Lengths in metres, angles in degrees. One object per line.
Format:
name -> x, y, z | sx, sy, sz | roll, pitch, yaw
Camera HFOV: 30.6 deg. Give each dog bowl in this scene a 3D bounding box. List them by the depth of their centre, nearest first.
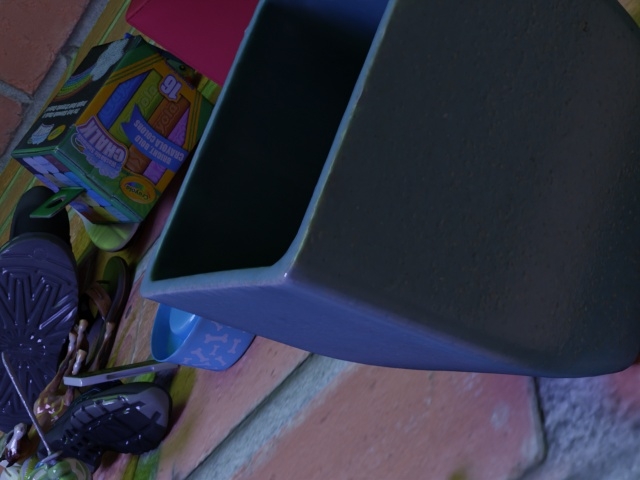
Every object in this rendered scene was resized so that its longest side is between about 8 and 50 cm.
dog bowl -> -0.086, 0.011, 1.289 | 0.297, 0.074, 0.166 | -63, 21, 3

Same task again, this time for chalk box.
chalk box -> -0.327, -0.137, 1.765 | 0.180, 0.179, 0.289 | 3, 56, 55

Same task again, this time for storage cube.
storage cube -> -0.122, -0.360, 1.619 | 0.193, 0.215, 0.184 | -29, 38, 45

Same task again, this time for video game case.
video game case -> -0.245, 0.161, 1.430 | 0.087, 0.122, 0.011 | -10, 89, 64

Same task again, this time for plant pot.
plant pot -> 0.077, -0.031, 0.719 | 0.248, 0.252, 0.247 | -10, 56, 64

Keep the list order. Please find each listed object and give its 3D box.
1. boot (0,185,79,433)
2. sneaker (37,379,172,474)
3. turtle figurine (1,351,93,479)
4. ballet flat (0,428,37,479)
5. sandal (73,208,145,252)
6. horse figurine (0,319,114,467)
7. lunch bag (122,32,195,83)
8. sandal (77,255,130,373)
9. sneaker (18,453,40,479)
boot -> -0.461, 0.040, 1.925 | 0.445, 0.146, 0.367 | -97, 21, -58
sneaker -> -0.260, 0.207, 1.427 | 0.267, 0.101, 0.106 | -29, 28, 45
turtle figurine -> -0.312, 0.321, 1.231 | 0.197, 0.275, 0.266 | -33, 47, -6
ballet flat -> -0.446, 0.348, 1.730 | 0.072, 0.068, 0.213 | -59, 22, 11
sandal -> -0.337, -0.044, 1.915 | 0.102, 0.076, 0.265 | -44, 34, -3
horse figurine -> -0.348, 0.198, 1.598 | 0.263, 0.066, 0.175 | -91, 24, -81
lunch bag -> -0.340, -0.212, 2.078 | 0.293, 0.138, 0.221 | 166, 125, -74
sandal -> -0.341, 0.110, 1.774 | 0.090, 0.060, 0.219 | -37, 34, 48
sneaker -> -0.360, 0.393, 1.490 | 0.240, 0.091, 0.126 | -93, 18, -53
